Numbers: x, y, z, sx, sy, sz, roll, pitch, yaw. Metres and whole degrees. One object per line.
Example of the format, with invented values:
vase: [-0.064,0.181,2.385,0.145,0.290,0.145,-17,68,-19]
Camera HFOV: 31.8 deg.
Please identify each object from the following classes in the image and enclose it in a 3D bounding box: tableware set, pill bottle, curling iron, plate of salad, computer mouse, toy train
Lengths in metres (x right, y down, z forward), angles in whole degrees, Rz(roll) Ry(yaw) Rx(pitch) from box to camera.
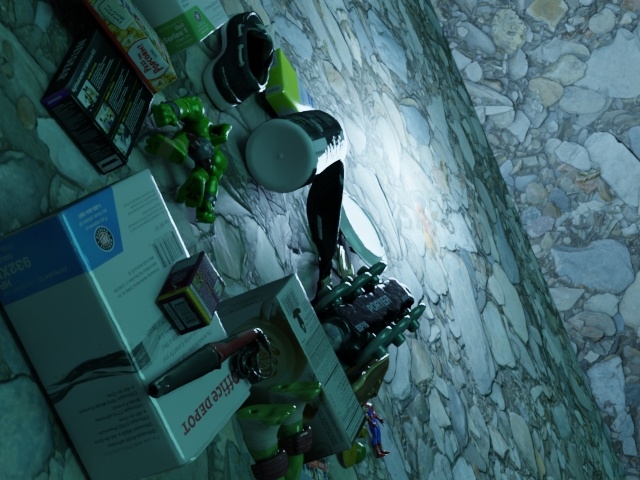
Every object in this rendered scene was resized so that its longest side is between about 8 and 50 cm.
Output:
tableware set: [0.037,0.320,1.844,0.154,0.024,0.104,20,71,-61]
pill bottle: [-0.031,-0.165,2.005,0.130,0.130,0.246,67,22,-3]
curling iron: [-0.119,0.146,1.294,0.274,0.035,0.068,-6,75,-69]
plate of salad: [0.066,-0.018,2.204,0.200,0.048,0.200,49,20,-25]
computer mouse: [0.000,0.000,1.917,0.184,0.060,0.262,-85,-179,-50]
tableware set: [0.048,0.089,2.051,0.168,0.020,0.141,47,36,-73]
toy train: [0.046,0.150,1.809,0.142,0.190,0.334,46,23,9]

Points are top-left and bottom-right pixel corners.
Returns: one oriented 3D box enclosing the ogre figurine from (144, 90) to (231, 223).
ogre figurine: [-0.187,-0.132,1.664,0.197,0.097,0.118,51,35,-20]

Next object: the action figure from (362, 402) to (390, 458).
action figure: [0.094,0.323,1.981,0.038,0.030,0.115,-9,76,-62]

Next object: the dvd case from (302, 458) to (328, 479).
dvd case: [-0.013,0.368,1.710,0.087,0.013,0.119,36,38,-53]

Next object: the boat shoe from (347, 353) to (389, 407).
boat shoe: [0.074,0.247,1.963,0.178,0.064,0.060,-35,112,-60]

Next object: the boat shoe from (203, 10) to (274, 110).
boat shoe: [-0.124,-0.330,1.993,0.114,0.091,0.302,54,26,-31]

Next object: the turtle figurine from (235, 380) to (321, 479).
turtle figurine: [-0.002,0.320,1.373,0.198,0.275,0.266,-14,103,-32]

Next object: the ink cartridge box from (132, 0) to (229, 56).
ink cartridge box: [-0.253,-0.411,1.769,0.219,0.092,0.160,62,22,-16]

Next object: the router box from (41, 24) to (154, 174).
router box: [-0.298,-0.193,1.528,0.133,0.046,0.179,54,25,-29]

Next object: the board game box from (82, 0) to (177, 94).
board game box: [-0.285,-0.319,1.612,0.193,0.045,0.147,54,5,-31]

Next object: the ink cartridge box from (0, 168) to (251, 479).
ink cartridge box: [-0.228,0.098,1.307,0.307,0.129,0.223,65,21,-8]

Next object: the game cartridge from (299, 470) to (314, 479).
game cartridge: [-0.032,0.372,1.638,0.056,0.017,0.083,46,36,-28]

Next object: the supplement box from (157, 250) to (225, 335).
supplement box: [-0.148,0.060,1.294,0.055,0.043,0.083,59,24,-23]

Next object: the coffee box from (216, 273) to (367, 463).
coffee box: [-0.055,0.192,1.609,0.246,0.141,0.098,65,22,-11]

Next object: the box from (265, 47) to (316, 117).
box: [-0.056,-0.269,2.136,0.178,0.042,0.109,52,27,-54]
